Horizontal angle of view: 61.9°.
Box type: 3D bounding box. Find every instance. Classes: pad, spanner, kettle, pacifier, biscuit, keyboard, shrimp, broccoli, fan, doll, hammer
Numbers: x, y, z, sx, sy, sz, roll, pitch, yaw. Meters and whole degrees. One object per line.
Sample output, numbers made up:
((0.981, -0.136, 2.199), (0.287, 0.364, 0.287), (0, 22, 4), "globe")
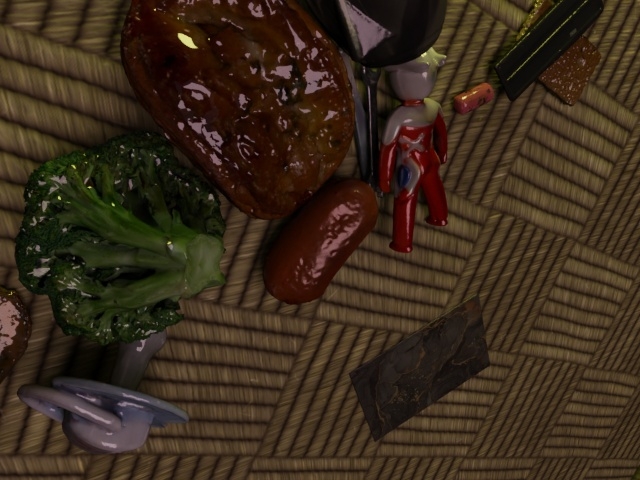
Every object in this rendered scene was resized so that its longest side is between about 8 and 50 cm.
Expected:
((0.253, 0.307, 1.280), (0.367, 0.007, 0.248), (-28, 122, -15), "pad")
((0.093, -0.194, 0.946), (0.054, 0.015, 0.255), (-23, 117, -39), "spanner")
((0.081, -0.420, 0.759), (0.321, 0.228, 0.324), (-57, 131, -40), "kettle")
((-0.320, 0.213, 0.840), (0.238, 0.287, 0.226), (25, 56, -17), "pacifier")
((0.481, -0.378, 1.089), (0.230, 0.025, 0.131), (23, 99, -33), "biscuit")
((0.488, -0.433, 1.038), (0.381, 0.041, 0.103), (-41, 124, 1), "keyboard")
((-0.539, 0.166, 0.773), (0.253, 0.058, 0.173), (-47, 117, -6), "shrimp")
((-0.247, 0.002, 0.738), (0.307, 0.275, 0.308), (-22, 116, -57), "broccoli")
((0.074, -0.212, 0.951), (0.057, 0.023, 0.282), (-26, 122, -14), "fan")
((0.171, -0.173, 0.971), (0.188, 0.099, 0.384), (-29, 126, -38), "doll")
((0.294, -0.272, 1.029), (0.083, 0.043, 0.043), (-29, 122, -16), "hammer")

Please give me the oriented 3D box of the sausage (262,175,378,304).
((-0.002, -0.002, 0.938), (0.133, 0.133, 0.258), (36, 96, -34), "sausage")

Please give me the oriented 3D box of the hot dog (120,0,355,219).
((-0.100, -0.203, 0.765), (0.267, 0.174, 0.387), (-51, 126, -16), "hot dog")
